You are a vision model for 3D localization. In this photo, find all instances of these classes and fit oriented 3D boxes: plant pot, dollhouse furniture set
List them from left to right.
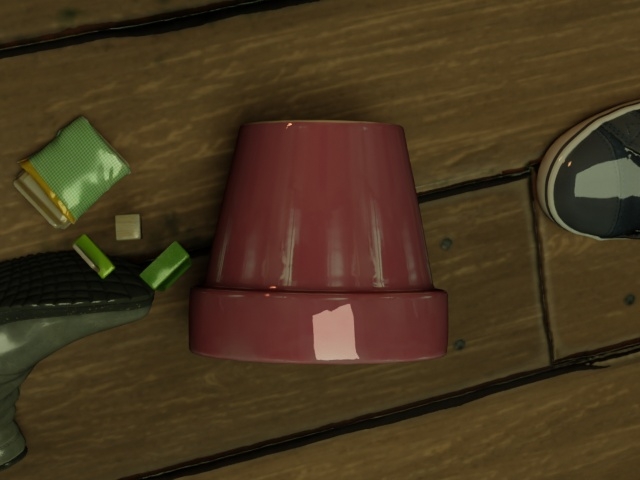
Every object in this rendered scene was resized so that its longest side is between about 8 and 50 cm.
[{"bbox_3d":[-0.165,-0.024,1.150,0.076,0.058,0.151,-43,85,-4],"label":"dollhouse furniture set"},{"bbox_3d":[0.000,0.000,1.181,0.201,0.201,0.180,1,91,-18],"label":"plant pot"}]

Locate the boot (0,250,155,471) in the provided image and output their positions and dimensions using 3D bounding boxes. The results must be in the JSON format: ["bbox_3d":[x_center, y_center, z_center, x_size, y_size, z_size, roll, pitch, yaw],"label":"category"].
[{"bbox_3d":[-0.248,0.105,1.199,0.247,0.083,0.161,-11,121,-14],"label":"boot"}]

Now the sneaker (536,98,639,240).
[{"bbox_3d":[0.352,-0.060,1.301,0.321,0.127,0.126,-10,110,-13],"label":"sneaker"}]
